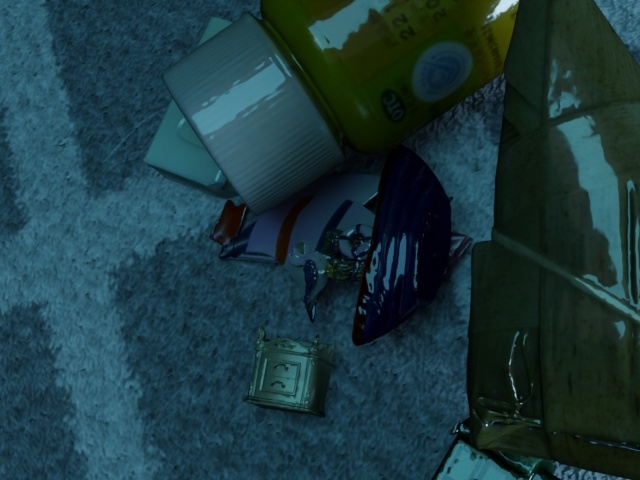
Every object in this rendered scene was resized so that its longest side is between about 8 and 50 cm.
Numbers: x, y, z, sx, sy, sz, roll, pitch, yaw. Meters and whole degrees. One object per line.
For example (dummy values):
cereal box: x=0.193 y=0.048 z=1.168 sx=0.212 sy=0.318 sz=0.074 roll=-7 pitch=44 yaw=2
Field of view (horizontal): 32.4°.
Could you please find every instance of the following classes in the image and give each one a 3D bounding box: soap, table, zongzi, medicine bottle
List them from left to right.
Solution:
soap: x=-0.117 y=-0.157 z=1.325 sx=0.119 sy=0.066 sz=0.198 roll=21 pitch=83 yaw=26
table: x=-0.033 y=0.144 z=1.206 sx=0.079 sy=0.062 sz=0.083 roll=6 pitch=76 yaw=21
medicine bottle: x=0.039 y=-0.207 z=1.174 sx=0.384 sy=0.224 sz=0.224 roll=-33 pitch=66 yaw=0
zongzi: x=0.375 y=-0.005 z=0.906 sx=0.500 sy=0.218 sz=0.467 roll=10 pitch=106 yaw=20

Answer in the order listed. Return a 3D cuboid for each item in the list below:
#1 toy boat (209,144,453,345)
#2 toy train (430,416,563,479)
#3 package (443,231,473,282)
toy boat: x=0.021 y=-0.020 z=1.229 sx=0.318 sy=0.072 sz=0.219 roll=32 pitch=88 yaw=43
toy train: x=0.211 y=0.302 z=1.026 sx=0.330 sy=0.138 sz=0.178 roll=28 pitch=83 yaw=27
package: x=0.122 y=0.003 z=1.209 sx=0.083 sy=0.029 sz=0.059 roll=36 pitch=94 yaw=31
